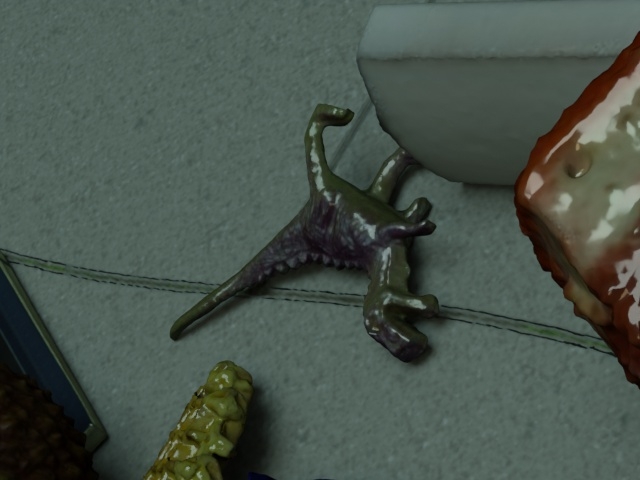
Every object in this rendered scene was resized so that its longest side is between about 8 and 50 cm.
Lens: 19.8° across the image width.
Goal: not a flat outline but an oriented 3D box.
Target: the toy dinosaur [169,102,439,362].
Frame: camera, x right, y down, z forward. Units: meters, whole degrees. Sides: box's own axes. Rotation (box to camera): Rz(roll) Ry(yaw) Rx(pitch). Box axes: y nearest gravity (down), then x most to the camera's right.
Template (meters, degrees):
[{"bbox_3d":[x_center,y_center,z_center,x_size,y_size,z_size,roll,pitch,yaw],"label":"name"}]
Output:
[{"bbox_3d":[-0.001,-0.001,1.431,0.251,0.072,0.200,11,78,30],"label":"toy dinosaur"}]

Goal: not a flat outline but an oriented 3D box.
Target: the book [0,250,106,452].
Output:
[{"bbox_3d":[-0.303,0.143,1.579,0.191,0.025,0.269,-43,45,4],"label":"book"}]

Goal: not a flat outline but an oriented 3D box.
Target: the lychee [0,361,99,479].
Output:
[{"bbox_3d":[-0.308,0.200,1.363,0.271,0.271,0.271,-19,51,25],"label":"lychee"}]

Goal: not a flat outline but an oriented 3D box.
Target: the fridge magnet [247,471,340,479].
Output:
[{"bbox_3d":[-0.030,0.279,1.224,0.265,0.112,0.265,-21,49,26],"label":"fridge magnet"}]

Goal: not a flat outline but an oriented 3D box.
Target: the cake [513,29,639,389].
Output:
[{"bbox_3d":[0.292,0.014,1.012,0.269,0.270,0.319,-46,62,0],"label":"cake"}]

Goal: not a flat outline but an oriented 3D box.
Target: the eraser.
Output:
[{"bbox_3d":[0.178,-0.101,1.291,0.270,0.174,0.095,5,63,38],"label":"eraser"}]

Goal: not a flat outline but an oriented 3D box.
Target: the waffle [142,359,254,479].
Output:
[{"bbox_3d":[-0.114,0.185,1.374,0.192,0.046,0.160,-53,11,19],"label":"waffle"}]
